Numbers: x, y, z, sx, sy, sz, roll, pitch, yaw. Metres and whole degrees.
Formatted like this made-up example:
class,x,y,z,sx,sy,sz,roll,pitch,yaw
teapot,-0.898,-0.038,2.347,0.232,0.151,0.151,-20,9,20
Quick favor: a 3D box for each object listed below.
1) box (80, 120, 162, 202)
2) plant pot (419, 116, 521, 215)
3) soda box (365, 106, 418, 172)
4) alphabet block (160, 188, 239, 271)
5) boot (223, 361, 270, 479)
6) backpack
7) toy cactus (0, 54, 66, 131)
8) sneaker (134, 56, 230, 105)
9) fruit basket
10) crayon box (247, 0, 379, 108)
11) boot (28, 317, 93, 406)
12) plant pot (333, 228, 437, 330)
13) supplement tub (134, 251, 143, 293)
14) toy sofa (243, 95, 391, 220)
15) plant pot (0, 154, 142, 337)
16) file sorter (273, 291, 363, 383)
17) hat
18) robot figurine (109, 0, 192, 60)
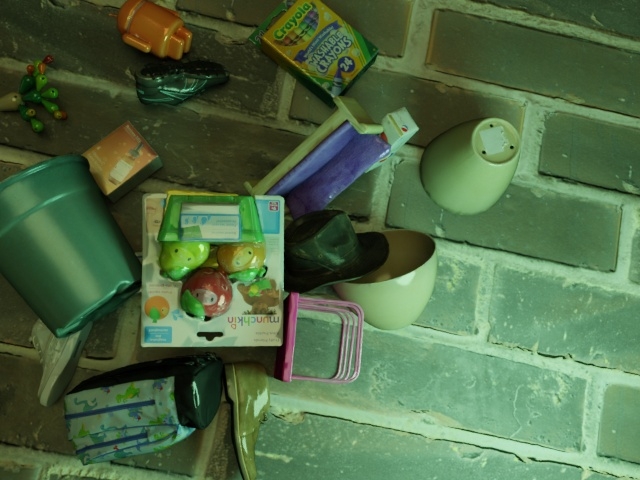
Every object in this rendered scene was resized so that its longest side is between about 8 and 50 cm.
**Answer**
class,x,y,z,sx,sy,sz,roll,pitch,yaw
box,-0.530,-0.207,1.766,0.170,0.091,0.130,-41,86,-10
plant pot,0.420,-0.220,1.778,0.257,0.274,0.256,1,80,-4
soda box,0.171,-0.267,1.788,0.069,0.216,0.073,-27,82,-29
alphabet block,-0.304,-0.013,1.712,0.193,0.197,0.193,2,80,-4
boot,-0.175,0.458,1.690,0.115,0.112,0.305,-4,78,-17
backpack,-0.432,0.398,1.591,0.356,0.290,0.273,2,89,3
toy cactus,-0.783,-0.385,1.800,0.181,0.112,0.218,-10,83,12
sneaker,-0.383,-0.438,1.841,0.268,0.106,0.101,-12,50,-25
fruit basket,-0.246,0.067,1.521,0.327,0.165,0.352,1,82,-5
crayon box,-0.023,-0.559,1.896,0.323,0.083,0.203,40,79,3
boot,-0.681,0.281,1.687,0.124,0.095,0.258,18,70,4
plant pot,0.174,0.118,1.721,0.284,0.284,0.190,-19,115,-8
supplement tub,-0.475,0.088,1.742,0.071,0.071,0.107,-11,81,-7
toy sofa,-0.004,-0.190,1.713,0.363,0.150,0.177,-40,82,22
plant pot,-0.609,0.028,1.591,0.341,0.341,0.334,-36,89,-10
file sorter,-0.008,0.250,1.646,0.183,0.290,0.201,7,79,-7
hat,0.000,0.000,1.683,0.332,0.331,0.133,-18,113,-8
robot figurine,-0.464,-0.587,1.840,0.220,0.128,0.158,29,90,0
